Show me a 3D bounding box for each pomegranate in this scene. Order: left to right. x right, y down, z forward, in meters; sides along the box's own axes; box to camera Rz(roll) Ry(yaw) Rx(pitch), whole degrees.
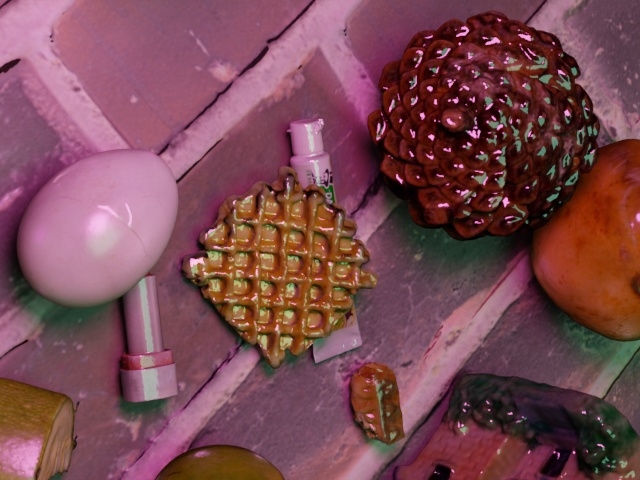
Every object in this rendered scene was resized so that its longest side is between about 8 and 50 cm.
[{"bbox_3d":[-0.134,0.349,1.586,0.190,0.159,0.240,13,114,-26],"label":"pomegranate"},{"bbox_3d":[0.442,0.000,1.862,0.307,0.307,0.307,-3,95,-34],"label":"pomegranate"}]

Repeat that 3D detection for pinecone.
[{"bbox_3d":[0.213,-0.144,1.727,0.296,0.242,0.298,10,86,-43],"label":"pinecone"}]

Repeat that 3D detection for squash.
[{"bbox_3d":[-0.422,0.192,1.442,0.289,0.203,0.111,9,89,1],"label":"squash"}]

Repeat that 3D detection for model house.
[{"bbox_3d":[0.262,0.364,1.755,0.280,0.312,0.245,-48,120,-24],"label":"model house"}]

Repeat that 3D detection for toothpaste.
[{"bbox_3d":[0.000,0.000,1.709,0.058,0.056,0.314,-7,104,9],"label":"toothpaste"}]

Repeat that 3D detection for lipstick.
[{"bbox_3d":[-0.211,0.094,1.568,0.063,0.057,0.186,-7,92,-34],"label":"lipstick"}]

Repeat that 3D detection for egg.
[{"bbox_3d":[-0.244,-0.018,1.476,0.209,0.151,0.151,-51,118,-24],"label":"egg"}]

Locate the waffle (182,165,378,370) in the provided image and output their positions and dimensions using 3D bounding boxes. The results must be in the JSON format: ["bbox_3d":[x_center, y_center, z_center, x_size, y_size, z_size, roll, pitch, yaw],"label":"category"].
[{"bbox_3d":[-0.046,0.027,1.652,0.204,0.054,0.223,-42,109,-2],"label":"waffle"}]

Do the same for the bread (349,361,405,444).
[{"bbox_3d":[0.074,0.216,1.765,0.066,0.060,0.110,-10,101,-2],"label":"bread"}]
